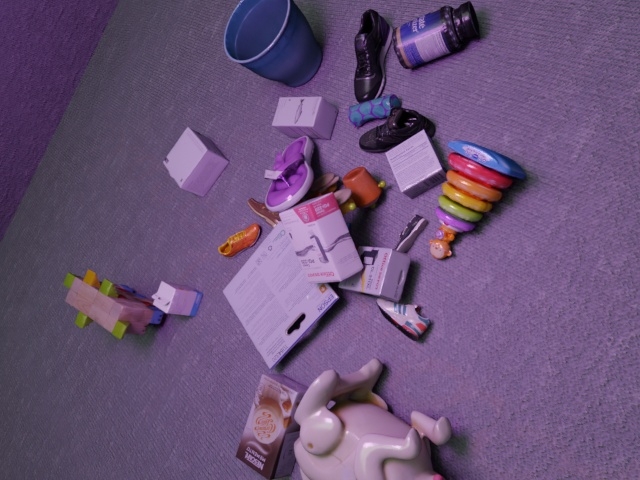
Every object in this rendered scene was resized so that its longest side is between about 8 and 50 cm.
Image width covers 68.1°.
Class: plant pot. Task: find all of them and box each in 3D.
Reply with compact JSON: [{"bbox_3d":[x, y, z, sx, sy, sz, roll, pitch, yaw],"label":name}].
[{"bbox_3d":[-0.137,-0.655,1.589,0.272,0.255,0.271,-10,71,32],"label":"plant pot"}]

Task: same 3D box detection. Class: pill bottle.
[{"bbox_3d":[0.324,-0.578,1.331,0.219,0.123,0.122,-12,70,31],"label":"pill bottle"}]

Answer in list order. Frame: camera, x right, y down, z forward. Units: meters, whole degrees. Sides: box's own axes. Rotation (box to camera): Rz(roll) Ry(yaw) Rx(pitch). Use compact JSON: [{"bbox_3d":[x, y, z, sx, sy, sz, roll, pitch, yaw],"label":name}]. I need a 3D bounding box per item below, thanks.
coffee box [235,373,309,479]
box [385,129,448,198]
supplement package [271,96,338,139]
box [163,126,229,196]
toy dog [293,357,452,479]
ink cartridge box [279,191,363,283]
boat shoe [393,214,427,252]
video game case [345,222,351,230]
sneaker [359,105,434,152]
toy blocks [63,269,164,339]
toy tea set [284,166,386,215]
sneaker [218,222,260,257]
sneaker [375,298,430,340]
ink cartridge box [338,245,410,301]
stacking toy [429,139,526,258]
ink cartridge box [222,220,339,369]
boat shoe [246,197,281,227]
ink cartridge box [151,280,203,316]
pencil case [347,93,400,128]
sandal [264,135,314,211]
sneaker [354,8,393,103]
[{"bbox_3d":[-0.125,0.522,1.343,0.141,0.098,0.246,14,85,37],"label":"coffee box"},{"bbox_3d":[0.265,-0.207,1.297,0.126,0.072,0.137,-29,63,25],"label":"box"},{"bbox_3d":[-0.051,-0.401,1.550,0.180,0.105,0.105,11,82,36],"label":"supplement package"},{"bbox_3d":[-0.477,-0.298,1.808,0.181,0.119,0.181,-50,56,13],"label":"box"},{"bbox_3d":[0.126,0.528,1.060,0.408,0.285,0.395,40,101,34],"label":"toy dog"},{"bbox_3d":[0.000,0.000,1.257,0.159,0.092,0.217,-12,105,55],"label":"ink cartridge box"},{"bbox_3d":[0.235,-0.015,1.280,0.038,0.046,0.125,40,98,35],"label":"boat shoe"},{"bbox_3d":[0.022,0.021,1.436,0.119,0.015,0.166,10,82,36],"label":"video game case"},{"bbox_3d":[0.193,-0.318,1.345,0.228,0.130,0.087,-4,73,36],"label":"sneaker"},{"bbox_3d":[-0.736,0.248,1.761,0.382,0.261,0.190,21,87,30],"label":"toy blocks"},{"bbox_3d":[0.036,-0.109,1.408,0.200,0.124,0.336,-47,27,-27],"label":"toy tea set"},{"bbox_3d":[-0.276,0.002,1.616,0.175,0.067,0.064,-39,56,18],"label":"sneaker"},{"bbox_3d":[0.217,0.190,1.238,0.075,0.057,0.161,-39,45,-12],"label":"sneaker"},{"bbox_3d":[0.142,0.084,1.264,0.175,0.072,0.127,3,74,56],"label":"ink cartridge box"},{"bbox_3d":[0.349,-0.085,1.177,0.175,0.166,0.301,37,113,32],"label":"stacking toy"},{"bbox_3d":[-0.121,0.166,1.453,0.324,0.071,0.330,-48,60,18],"label":"ink cartridge box"},{"bbox_3d":[-0.173,-0.096,1.579,0.178,0.064,0.060,37,94,29],"label":"boat shoe"},{"bbox_3d":[-0.509,0.205,1.671,0.092,0.143,0.089,19,88,37],"label":"ink cartridge box"},{"bbox_3d":[0.161,-0.389,1.426,0.152,0.064,0.070,-5,113,34],"label":"pencil case"},{"bbox_3d":[-0.110,-0.217,1.423,0.169,0.102,0.416,-33,26,20],"label":"sandal"},{"bbox_3d":[0.136,-0.566,1.456,0.107,0.124,0.282,4,79,36],"label":"sneaker"}]
